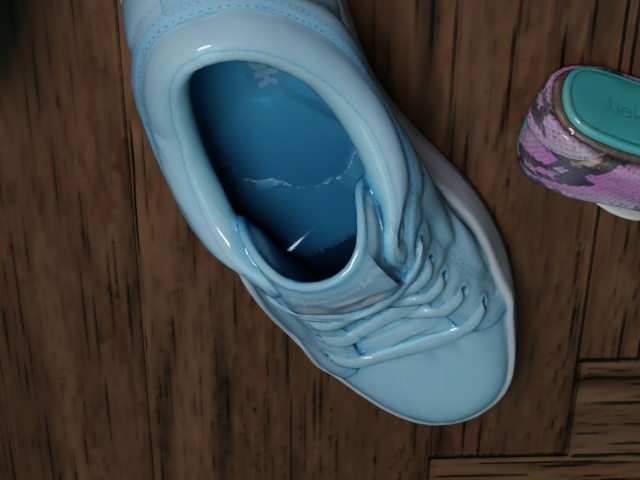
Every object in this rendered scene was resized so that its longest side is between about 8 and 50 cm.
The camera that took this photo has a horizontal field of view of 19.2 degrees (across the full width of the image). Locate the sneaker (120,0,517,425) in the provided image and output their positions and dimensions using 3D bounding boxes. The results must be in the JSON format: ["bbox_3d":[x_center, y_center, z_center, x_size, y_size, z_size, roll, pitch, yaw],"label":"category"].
[{"bbox_3d":[0.000,0.000,0.924,0.135,0.150,0.366,-21,130,17],"label":"sneaker"}]

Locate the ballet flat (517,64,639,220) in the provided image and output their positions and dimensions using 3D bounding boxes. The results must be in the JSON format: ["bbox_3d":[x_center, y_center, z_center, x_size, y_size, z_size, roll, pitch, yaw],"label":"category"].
[{"bbox_3d":[0.205,-0.031,0.967,0.222,0.077,0.079,14,149,-9],"label":"ballet flat"}]
